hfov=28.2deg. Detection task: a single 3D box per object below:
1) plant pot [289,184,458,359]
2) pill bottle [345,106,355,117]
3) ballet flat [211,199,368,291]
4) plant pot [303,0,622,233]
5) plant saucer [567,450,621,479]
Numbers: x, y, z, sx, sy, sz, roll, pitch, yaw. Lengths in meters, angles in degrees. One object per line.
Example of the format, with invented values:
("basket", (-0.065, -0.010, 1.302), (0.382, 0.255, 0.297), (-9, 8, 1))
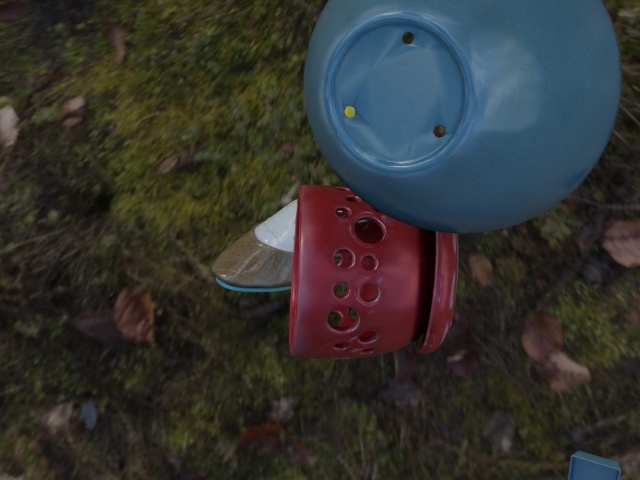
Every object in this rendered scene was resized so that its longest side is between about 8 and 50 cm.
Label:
("plant pot", (0.055, 0.039, 1.398), (0.174, 0.191, 0.191), (5, 104, -4))
("pill bottle", (0.045, -0.196, 1.852), (0.043, 0.043, 0.083), (30, 90, -6))
("ballet flat", (0.000, 0.000, 1.893), (0.342, 0.116, 0.124), (-1, 122, -32))
("plant pot", (0.101, -0.135, 1.123), (0.290, 0.195, 0.290), (5, 103, 23))
("plant saucer", (0.369, 0.344, 1.739), (0.067, 0.018, 0.192), (14, 144, 17))
